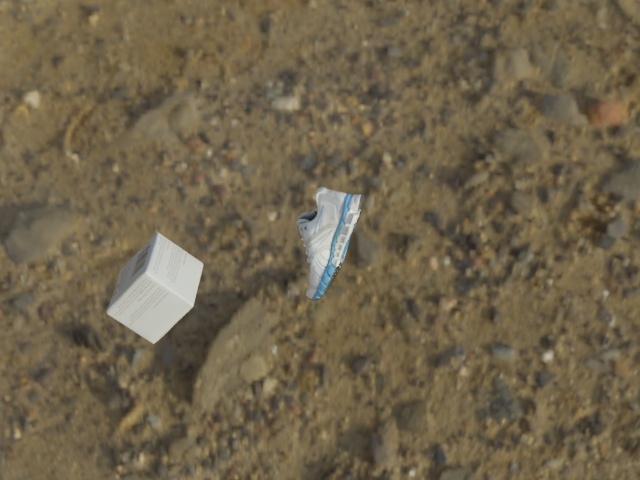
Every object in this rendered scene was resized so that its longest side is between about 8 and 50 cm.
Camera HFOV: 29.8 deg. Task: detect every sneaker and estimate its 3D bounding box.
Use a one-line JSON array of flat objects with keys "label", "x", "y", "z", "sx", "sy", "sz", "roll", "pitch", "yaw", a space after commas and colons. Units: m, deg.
[{"label": "sneaker", "x": 0.000, "y": 0.000, "z": 1.730, "sx": 0.082, "sy": 0.191, "sz": 0.071, "roll": 22, "pitch": 32, "yaw": 5}]

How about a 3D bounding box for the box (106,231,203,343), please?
[{"label": "box", "x": -0.233, "y": 0.067, "z": 1.702, "sx": 0.087, "sy": 0.102, "sz": 0.101, "roll": 35, "pitch": 30, "yaw": -19}]
